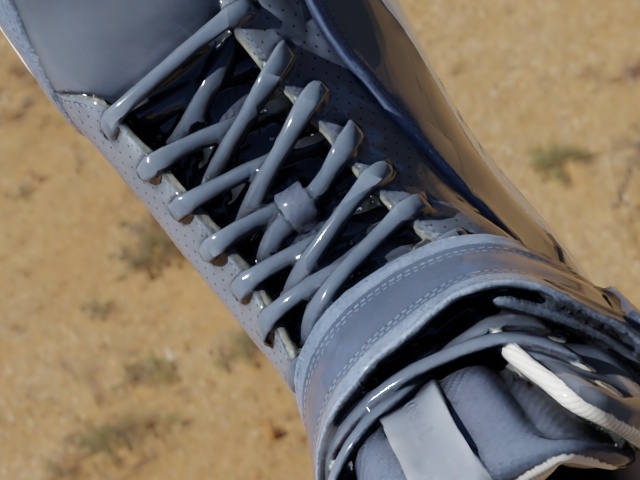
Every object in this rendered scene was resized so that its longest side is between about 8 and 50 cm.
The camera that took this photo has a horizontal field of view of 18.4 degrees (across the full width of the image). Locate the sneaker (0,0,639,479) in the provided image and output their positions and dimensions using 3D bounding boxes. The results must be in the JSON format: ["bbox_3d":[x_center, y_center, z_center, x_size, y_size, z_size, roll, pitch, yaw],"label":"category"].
[{"bbox_3d":[0.002,-0.001,0.449,0.086,0.226,0.163,-42,16,14],"label":"sneaker"}]
